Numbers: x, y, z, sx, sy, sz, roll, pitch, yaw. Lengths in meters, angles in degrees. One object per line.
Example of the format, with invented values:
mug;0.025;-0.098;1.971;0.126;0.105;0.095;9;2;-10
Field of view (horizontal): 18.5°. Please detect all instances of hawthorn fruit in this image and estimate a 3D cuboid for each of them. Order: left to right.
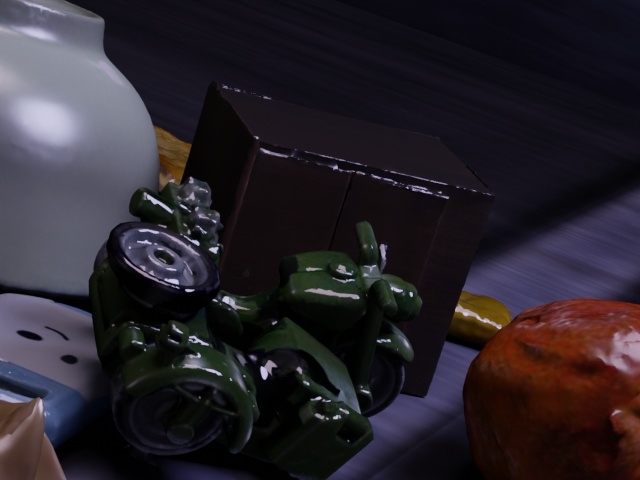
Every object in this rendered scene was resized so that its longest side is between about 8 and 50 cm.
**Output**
hawthorn fruit;0.180;0.119;1.293;0.179;0.173;0.173;-6;6;22

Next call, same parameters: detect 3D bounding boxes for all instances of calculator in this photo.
calculator;-0.187;0.082;1.221;0.121;0.039;0.210;19;15;13

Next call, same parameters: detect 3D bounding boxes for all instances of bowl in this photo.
bowl;-0.268;-0.102;1.439;0.354;0.185;0.354;19;7;-3

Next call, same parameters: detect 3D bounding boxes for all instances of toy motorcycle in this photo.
toy motorcycle;-0.036;0.066;1.241;0.275;0.127;0.205;26;25;-28

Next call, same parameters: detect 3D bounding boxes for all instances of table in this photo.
table;0.000;0.000;1.469;0.193;0.169;0.172;13;15;-18

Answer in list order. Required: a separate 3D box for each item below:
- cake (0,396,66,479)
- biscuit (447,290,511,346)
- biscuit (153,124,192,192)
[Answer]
cake;-0.211;0.155;0.570;0.321;0.332;0.332;55;16;-4
biscuit;0.073;0.033;1.679;0.174;0.039;0.183;14;16;-6
biscuit;-0.144;-0.074;1.852;0.118;0.029;0.247;14;13;-36
